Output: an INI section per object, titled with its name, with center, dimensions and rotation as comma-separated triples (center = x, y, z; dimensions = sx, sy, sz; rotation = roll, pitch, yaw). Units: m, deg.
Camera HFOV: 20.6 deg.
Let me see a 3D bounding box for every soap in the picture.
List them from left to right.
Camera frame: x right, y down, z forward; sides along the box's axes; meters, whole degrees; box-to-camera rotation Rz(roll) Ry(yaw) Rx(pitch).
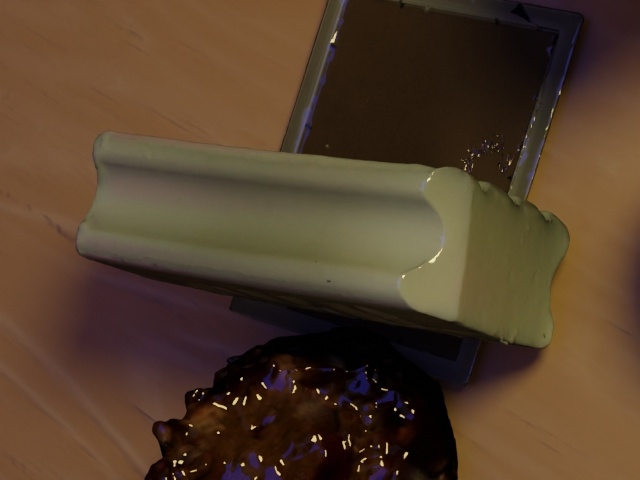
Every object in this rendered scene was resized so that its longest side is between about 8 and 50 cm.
[soap]
center = 0.000, 0.000, 1.176
dimensions = 0.290, 0.173, 0.095
rotation = 8, 83, 33

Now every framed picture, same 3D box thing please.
[framed picture]
center = 0.059, -0.051, 1.266
dimensions = 0.216, 0.016, 0.273
rotation = 17, 88, 35

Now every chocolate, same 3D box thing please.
[chocolate]
center = -0.035, 0.155, 1.169
dimensions = 0.224, 0.177, 0.206
rotation = 40, 105, 30
